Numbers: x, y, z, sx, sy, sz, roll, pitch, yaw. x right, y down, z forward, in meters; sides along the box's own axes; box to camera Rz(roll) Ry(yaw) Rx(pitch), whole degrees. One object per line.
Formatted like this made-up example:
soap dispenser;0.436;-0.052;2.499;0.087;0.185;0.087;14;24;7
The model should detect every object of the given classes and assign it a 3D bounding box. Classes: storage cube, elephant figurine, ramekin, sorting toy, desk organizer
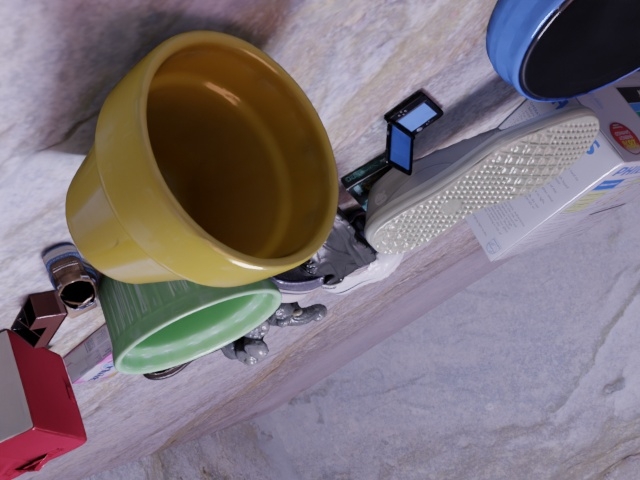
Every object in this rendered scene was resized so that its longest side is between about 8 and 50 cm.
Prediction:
storage cube;-0.554;0.297;1.150;0.184;0.214;0.193;-26;156;-4
elephant figurine;-0.128;0.154;1.475;0.170;0.185;0.239;1;-148;36
ramekin;-0.234;0.100;1.152;0.304;0.148;0.303;-24;162;-8
sorting toy;-0.417;0.110;1.140;0.083;0.012;0.062;-26;158;8
desk organizer;-0.464;0.133;1.084;0.050;0.047;0.130;-7;153;-42

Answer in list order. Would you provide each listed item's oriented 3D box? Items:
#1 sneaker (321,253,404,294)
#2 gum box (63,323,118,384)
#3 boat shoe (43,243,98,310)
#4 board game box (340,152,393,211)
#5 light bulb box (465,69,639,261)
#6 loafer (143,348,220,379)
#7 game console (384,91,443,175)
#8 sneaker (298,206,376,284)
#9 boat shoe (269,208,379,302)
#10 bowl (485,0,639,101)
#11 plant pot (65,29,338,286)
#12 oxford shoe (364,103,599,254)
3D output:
sneaker;0.102;0.063;1.649;0.235;0.090;0.095;-34;152;17
gum box;-0.423;0.220;1.355;0.188;0.062;0.107;-36;160;26
boat shoe;-0.375;0.072;1.005;0.066;0.066;0.183;-23;162;-12
board game box;0.119;-0.113;1.267;0.126;0.026;0.186;-30;162;8
light bulb box;0.530;-0.161;1.400;0.358;0.225;0.361;-12;156;-38
loafer;-0.333;0.257;1.586;0.220;0.080;0.078;-28;153;-14
game console;0.156;-0.172;1.083;0.107;0.071;0.122;-34;162;20
sneaker;0.000;0.000;1.173;0.130;0.109;0.286;-39;141;2
boat shoe;0.014;0.015;1.351;0.341;0.127;0.158;-19;155;-49
bowl;0.432;-0.342;0.945;0.392;0.077;0.391;-20;159;-8
plant pot;-0.149;-0.060;0.723;0.239;0.253;0.254;-21;170;41
oxford shoe;0.270;-0.129;1.179;0.450;0.130;0.169;-27;137;12
